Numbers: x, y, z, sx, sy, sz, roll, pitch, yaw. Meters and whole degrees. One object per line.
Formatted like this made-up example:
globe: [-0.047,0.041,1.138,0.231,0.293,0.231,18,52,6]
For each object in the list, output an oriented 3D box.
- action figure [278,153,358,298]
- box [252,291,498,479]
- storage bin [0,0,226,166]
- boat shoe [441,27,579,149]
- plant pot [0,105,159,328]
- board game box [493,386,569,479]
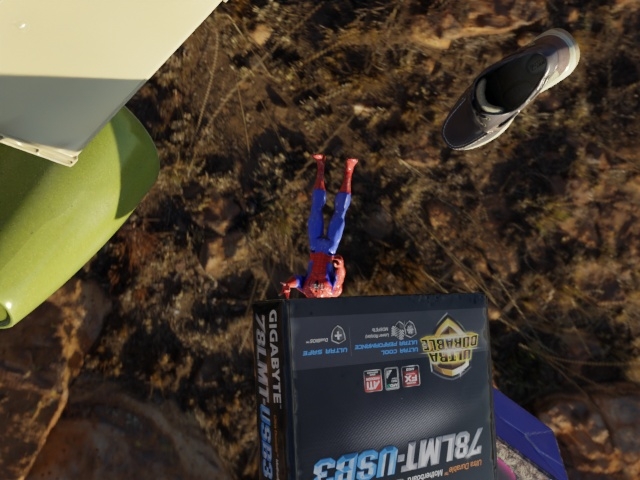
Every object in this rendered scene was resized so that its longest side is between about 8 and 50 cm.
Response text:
action figure: [0.000,0.000,1.209,0.092,0.139,0.280,7,94,8]
box: [0.070,0.205,0.799,0.296,0.073,0.293,3,81,-37]
storage bin: [-0.258,-0.219,0.632,0.262,0.123,0.260,-36,143,29]
boat shoe: [0.284,-0.235,1.201,0.092,0.285,0.102,-23,82,-40]
plant pot: [-0.404,-0.040,1.002,0.275,0.293,0.274,14,147,9]
board game box: [0.169,0.347,1.088,0.232,0.141,0.291,36,111,-7]
